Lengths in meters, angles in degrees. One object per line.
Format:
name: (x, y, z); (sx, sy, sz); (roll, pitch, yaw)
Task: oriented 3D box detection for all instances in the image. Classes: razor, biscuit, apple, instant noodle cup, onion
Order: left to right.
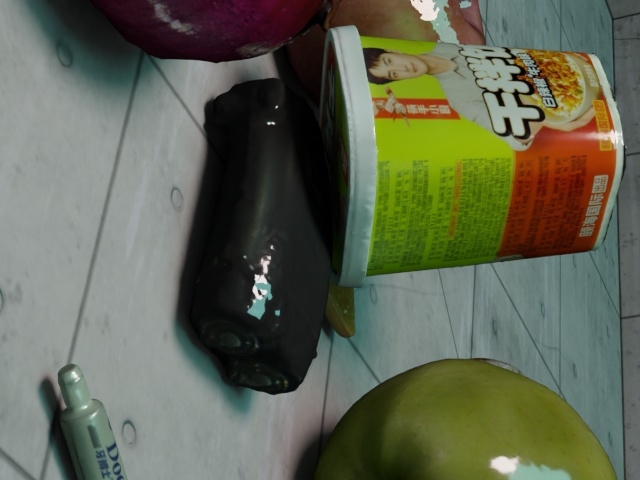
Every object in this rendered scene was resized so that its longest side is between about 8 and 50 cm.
onion: (-0.060, -0.344, 1.380); (0.348, 0.385, 0.348); (20, 63, -47)
razor: (-0.054, -0.010, 1.605); (0.189, 0.107, 0.327); (56, 31, -49)
biscuit: (0.000, 0.000, 1.830); (0.162, 0.035, 0.250); (-28, 103, -62)
apple: (0.080, -0.285, 1.888); (0.306, 0.235, 0.306); (-12, 90, -70)
apple: (0.161, 0.301, 1.699); (0.357, 0.357, 0.357); (-10, 90, -68)
instant noodle cup: (0.163, -0.098, 1.698); (0.294, 0.308, 0.294); (178, -90, -84)

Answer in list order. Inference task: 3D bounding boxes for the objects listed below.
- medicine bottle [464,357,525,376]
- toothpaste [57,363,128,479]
medicine bottle: (0.212, 0.325, 2.050); (0.322, 0.151, 0.151); (-79, 150, -43)
toothpaste: (-0.181, 0.224, 1.286); (0.067, 0.037, 0.255); (-50, 130, -63)
